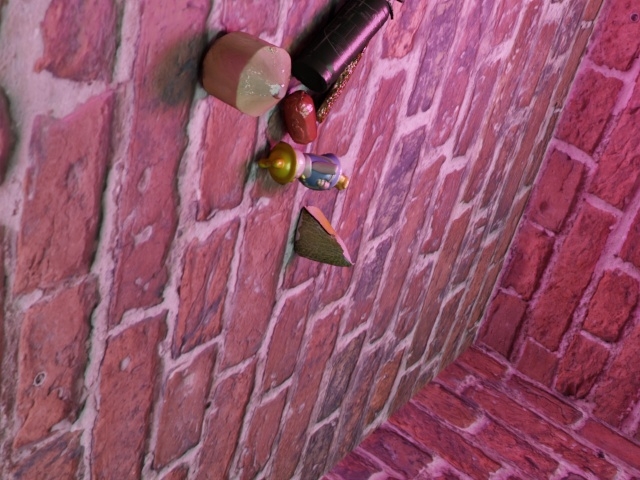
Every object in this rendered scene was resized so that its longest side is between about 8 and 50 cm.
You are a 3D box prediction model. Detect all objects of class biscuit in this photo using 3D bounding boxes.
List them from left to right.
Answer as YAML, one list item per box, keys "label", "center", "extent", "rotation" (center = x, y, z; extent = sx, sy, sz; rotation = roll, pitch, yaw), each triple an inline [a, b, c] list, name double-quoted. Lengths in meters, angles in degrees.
- label: "biscuit"
  center: [0.056, -0.374, 1.974]
  extent: [0.237, 0.026, 0.131]
  rotation: [-59, -176, 0]

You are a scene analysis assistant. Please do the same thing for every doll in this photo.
- label: "doll"
  center: [-0.037, -0.165, 1.969]
  extent: [0.241, 0.135, 0.098]
  rotation: [5, 123, -46]

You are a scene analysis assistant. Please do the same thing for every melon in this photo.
- label: "melon"
  center: [-0.004, 0.003, 2.249]
  extent: [0.139, 0.202, 0.093]
  rotation: [-34, -170, 28]

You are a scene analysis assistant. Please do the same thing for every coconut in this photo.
- label: "coconut"
  center: [-0.130, -0.307, 1.616]
  extent: [0.147, 0.153, 0.147]
  rotation: [-41, 147, -35]

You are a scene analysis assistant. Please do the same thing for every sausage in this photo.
- label: "sausage"
  center: [-0.044, -0.270, 1.908]
  extent: [0.076, 0.076, 0.141]
  rotation: [-48, 154, -24]

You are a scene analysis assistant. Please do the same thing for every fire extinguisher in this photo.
- label: "fire extinguisher"
  center: [0.069, -0.454, 1.886]
  extent: [0.114, 0.095, 0.311]
  rotation: [47, 70, -29]
